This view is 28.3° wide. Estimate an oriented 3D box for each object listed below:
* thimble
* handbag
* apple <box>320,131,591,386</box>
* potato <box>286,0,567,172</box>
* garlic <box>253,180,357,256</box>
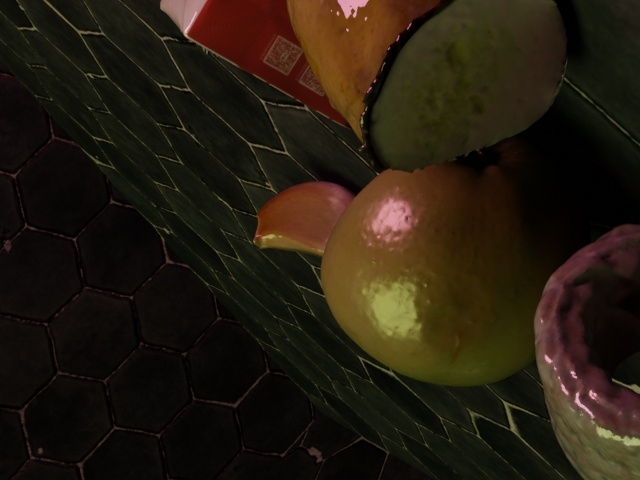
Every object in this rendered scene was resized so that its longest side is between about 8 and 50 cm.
[{"bbox_3d":[0.357,0.124,1.219,0.291,0.291,0.195,34,158,35],"label":"thimble"},{"bbox_3d":[-0.013,-0.240,1.421,0.298,0.151,0.171,26,-168,-25],"label":"handbag"},{"bbox_3d":[0.169,0.017,1.375,0.233,0.295,0.258,36,136,27],"label":"apple"},{"bbox_3d":[0.071,-0.210,1.216,0.266,0.229,0.229,52,175,41],"label":"potato"},{"bbox_3d":[0.013,-0.006,2.018,0.245,0.164,0.145,24,140,40],"label":"garlic"}]
